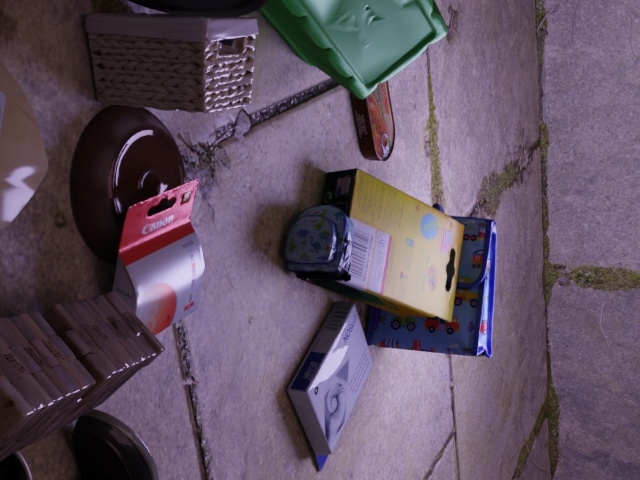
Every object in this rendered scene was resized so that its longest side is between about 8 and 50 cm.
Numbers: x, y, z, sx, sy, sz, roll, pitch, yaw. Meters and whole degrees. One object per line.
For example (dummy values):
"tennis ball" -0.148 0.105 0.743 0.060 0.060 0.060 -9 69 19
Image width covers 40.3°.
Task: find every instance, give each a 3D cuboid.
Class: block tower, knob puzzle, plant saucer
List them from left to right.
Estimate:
"knob puzzle" -0.336 -0.088 0.818 0.213 0.030 0.213 -10 101 -62
"block tower" -0.256 0.122 0.801 0.091 0.097 0.335 49 9 5
"plant saucer" -0.217 -0.066 1.046 0.199 0.036 0.198 -11 102 -61

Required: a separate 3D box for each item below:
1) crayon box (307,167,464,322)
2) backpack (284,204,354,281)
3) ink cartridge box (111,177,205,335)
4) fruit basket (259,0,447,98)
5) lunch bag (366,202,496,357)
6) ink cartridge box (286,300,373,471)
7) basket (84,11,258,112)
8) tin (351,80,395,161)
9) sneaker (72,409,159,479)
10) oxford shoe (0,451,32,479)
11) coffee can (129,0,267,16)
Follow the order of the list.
"crayon box" 0.127 0.020 1.571 0.319 0.081 0.202 24 71 -40
"backpack" 0.000 0.000 1.399 0.084 0.105 0.114 43 53 -57
"ink cartridge box" -0.186 0.028 1.047 0.145 0.045 0.179 -33 145 -58
"fruit basket" 0.001 -0.445 1.266 0.392 0.283 0.392 51 8 -11
"lunch bag" 0.227 0.074 1.720 0.138 0.221 0.293 21 73 -66
"ink cartridge box" 0.031 0.262 1.555 0.223 0.045 0.223 -59 143 -42
"basket" -0.166 -0.204 0.989 0.113 0.167 0.103 -27 122 -59
"tin" 0.101 -0.240 1.642 0.106 0.040 0.189 -46 133 -46
"sneaker" -0.244 0.302 0.985 0.118 0.083 0.221 -52 138 -47
"oxford shoe" -0.393 0.212 0.641 0.449 0.130 0.169 2 93 -62
"coffee can" -0.139 -0.416 0.971 0.201 0.202 0.275 20 75 -62
